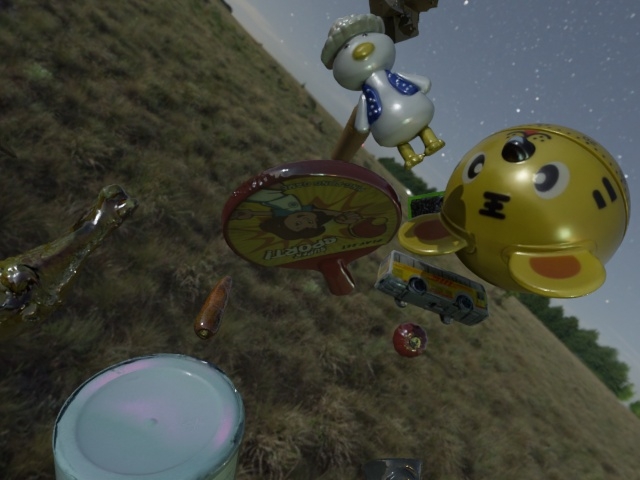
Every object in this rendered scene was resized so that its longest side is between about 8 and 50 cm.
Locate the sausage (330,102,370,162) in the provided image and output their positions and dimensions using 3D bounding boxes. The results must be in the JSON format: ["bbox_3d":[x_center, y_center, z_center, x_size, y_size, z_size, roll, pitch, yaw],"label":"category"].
[{"bbox_3d":[0.079,-0.250,1.087,0.066,0.066,0.301,44,-13,-2],"label":"sausage"}]

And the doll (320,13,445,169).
[{"bbox_3d":[0.096,-0.253,0.741,0.293,0.138,0.119,63,16,14],"label":"doll"}]

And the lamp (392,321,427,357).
[{"bbox_3d":[0.253,0.283,1.292,0.101,0.101,0.090,44,-9,-3],"label":"lamp"}]

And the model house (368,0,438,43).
[{"bbox_3d":[0.197,-0.578,1.104,0.248,0.176,0.180,-73,155,-57],"label":"model house"}]

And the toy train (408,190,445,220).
[{"bbox_3d":[0.428,-0.080,1.407,0.249,0.173,0.307,1,0,-21],"label":"toy train"}]

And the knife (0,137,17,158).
[{"bbox_3d":[-0.574,-0.181,0.798,0.060,0.028,0.230,59,-16,-10],"label":"knife"}]

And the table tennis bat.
[{"bbox_3d":[0.000,0.000,0.742,0.414,0.269,0.051,65,15,-61],"label":"table tennis bat"}]

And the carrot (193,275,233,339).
[{"bbox_3d":[-0.195,0.115,0.854,0.047,0.047,0.191,41,21,-18],"label":"carrot"}]

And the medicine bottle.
[{"bbox_3d":[-0.244,0.354,0.668,0.245,0.289,0.245,8,26,-4],"label":"medicine bottle"}]

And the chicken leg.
[{"bbox_3d":[-0.502,0.052,0.846,0.140,0.212,0.361,57,45,-22],"label":"chicken leg"}]

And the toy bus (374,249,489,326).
[{"bbox_3d":[0.264,0.116,1.076,0.268,0.092,0.106,21,54,-9],"label":"toy bus"}]

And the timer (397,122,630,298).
[{"bbox_3d":[0.390,-0.045,0.888,0.376,0.387,0.375,33,-40,33],"label":"timer"}]

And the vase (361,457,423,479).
[{"bbox_3d":[0.088,0.374,0.501,0.115,0.116,0.237,36,39,-38],"label":"vase"}]
